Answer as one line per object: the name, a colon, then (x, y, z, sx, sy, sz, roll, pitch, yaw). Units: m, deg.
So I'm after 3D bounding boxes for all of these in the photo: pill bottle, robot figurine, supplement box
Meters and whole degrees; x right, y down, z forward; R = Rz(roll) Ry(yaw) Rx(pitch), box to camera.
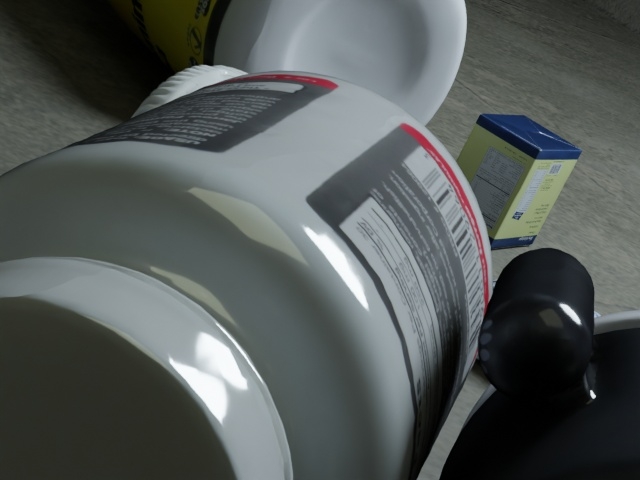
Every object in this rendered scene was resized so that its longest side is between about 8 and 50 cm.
pill bottle: (-0.045, 0.044, 0.616, 0.176, 0.176, 0.318, 28, 16, 6)
pill bottle: (-0.052, -0.198, 1.311, 0.188, 0.188, 0.334, 14, 20, -36)
robot figurine: (0.120, 0.126, 0.619, 0.173, 0.209, 0.278, 15, 16, 6)
supplement box: (0.138, -0.044, 1.317, 0.056, 0.083, 0.083, 34, 18, 24)

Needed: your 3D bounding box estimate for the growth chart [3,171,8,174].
growth chart: (-0.137, 0.005, 0.864, 0.237, 0.021, 0.172, 25, 16, -5)

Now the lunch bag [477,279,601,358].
lunch bag: (0.117, 0.048, 1.067, 0.083, 0.053, 0.071, 23, 13, 22)

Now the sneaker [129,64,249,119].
sneaker: (0.000, 0.000, 0.915, 0.153, 0.094, 0.235, 35, -5, 27)
